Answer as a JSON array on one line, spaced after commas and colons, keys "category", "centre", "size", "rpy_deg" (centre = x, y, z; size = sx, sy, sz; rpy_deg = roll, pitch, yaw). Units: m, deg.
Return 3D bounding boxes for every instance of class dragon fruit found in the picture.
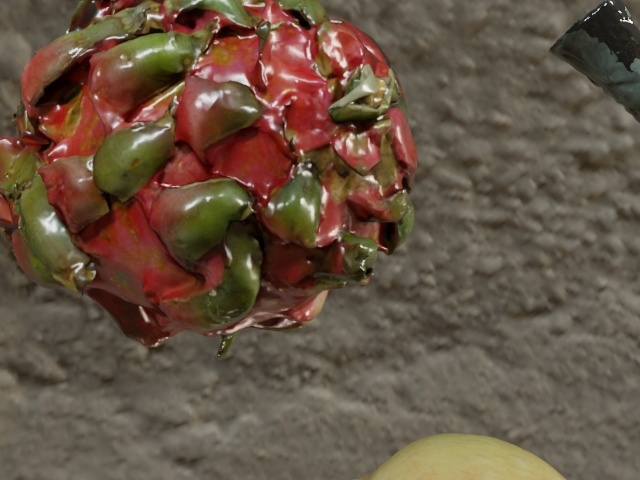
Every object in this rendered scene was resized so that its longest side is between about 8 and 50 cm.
[{"category": "dragon fruit", "centre": [-0.082, -0.051, 1.018], "size": [0.302, 0.231, 0.237], "rpy_deg": [3, 162, 22]}]

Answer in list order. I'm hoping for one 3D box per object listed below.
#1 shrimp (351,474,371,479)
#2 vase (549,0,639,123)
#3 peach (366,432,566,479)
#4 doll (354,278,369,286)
[{"category": "shrimp", "centre": [0.045, 0.280, 1.544], "size": [0.184, 0.091, 0.043], "rpy_deg": [-19, 133, -56]}, {"category": "vase", "centre": [0.227, -0.085, 1.002], "size": [0.059, 0.059, 0.167], "rpy_deg": [-44, 88, 14]}, {"category": "peach", "centre": [0.103, 0.250, 1.058], "size": [0.232, 0.232, 0.233], "rpy_deg": [-9, 126, -12]}, {"category": "doll", "centre": [0.000, 0.000, 1.359], "size": [0.109, 0.057, 0.169], "rpy_deg": [22, 161, 2]}]
